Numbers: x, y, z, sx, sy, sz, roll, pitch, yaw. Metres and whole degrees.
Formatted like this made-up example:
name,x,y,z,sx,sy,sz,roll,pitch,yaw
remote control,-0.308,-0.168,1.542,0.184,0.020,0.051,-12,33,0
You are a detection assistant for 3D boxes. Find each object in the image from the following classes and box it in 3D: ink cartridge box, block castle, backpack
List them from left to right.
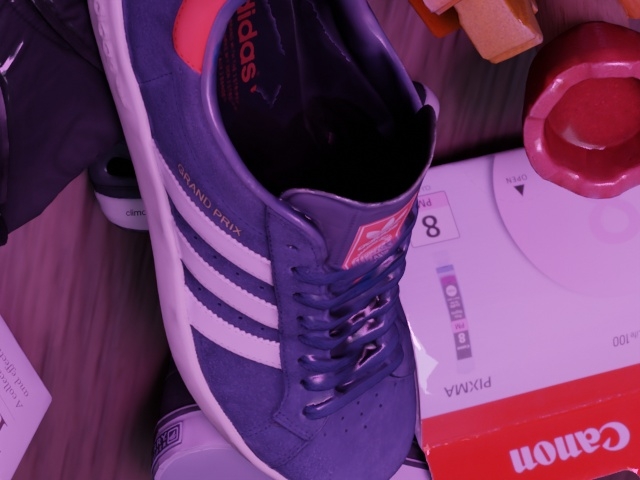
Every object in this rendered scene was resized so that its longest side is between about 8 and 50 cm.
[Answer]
name,x,y,z,sx,sy,sz,roll,pitch,yaw
backpack,-0.171,-0.109,0.716,0.152,0.115,0.182,-47,130,-22
ink cartridge box,0.138,0.059,0.880,0.189,0.232,0.066,-13,161,-17
block castle,0.120,-0.246,0.657,0.303,0.213,0.453,-29,124,21

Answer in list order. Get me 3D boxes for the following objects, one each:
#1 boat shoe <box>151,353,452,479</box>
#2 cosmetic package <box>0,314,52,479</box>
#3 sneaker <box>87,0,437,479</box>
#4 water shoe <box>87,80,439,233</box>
name,x,y,z,sx,sy,sz,roll,pitch,yaw
boat shoe,0.038,0.144,0.926,0.306,0.105,0.113,19,135,-19
cosmetic package,-0.282,0.034,0.640,0.097,0.284,0.377,-10,124,24
sneaker,0.000,0.000,0.719,0.131,0.148,0.350,-38,124,-28
water shoe,-0.029,-0.066,0.821,0.203,0.073,0.080,-19,117,-14
